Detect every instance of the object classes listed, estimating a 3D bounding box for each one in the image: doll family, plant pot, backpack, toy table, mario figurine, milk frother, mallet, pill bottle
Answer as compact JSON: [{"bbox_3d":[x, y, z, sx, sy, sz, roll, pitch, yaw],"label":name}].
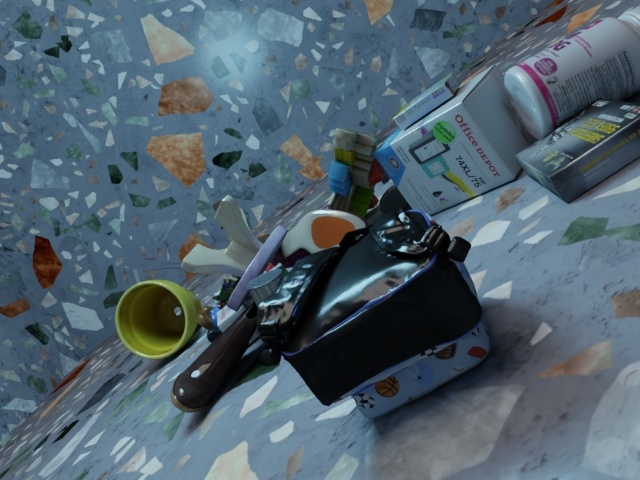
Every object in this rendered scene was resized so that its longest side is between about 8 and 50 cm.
[{"bbox_3d":[-0.207,0.148,1.625,0.076,0.193,0.111,42,120,60],"label":"doll family"},{"bbox_3d":[-0.519,0.253,2.001,0.254,0.254,0.239,-36,-5,8],"label":"plant pot"},{"bbox_3d":[0.087,0.078,0.786,0.277,0.213,0.263,-28,21,16],"label":"backpack"},{"bbox_3d":[-0.201,0.026,1.413,0.252,0.161,0.274,-59,0,28],"label":"toy table"},{"bbox_3d":[-0.253,0.121,1.797,0.320,0.170,0.198,-45,44,2],"label":"mario figurine"},{"bbox_3d":[-0.073,0.122,1.305,0.129,0.134,0.143,-22,15,8],"label":"milk frother"},{"bbox_3d":[-0.250,0.231,1.728,0.190,0.039,0.062,-36,7,-15],"label":"mallet"},{"bbox_3d":[0.522,-0.328,1.153,0.283,0.160,0.160,-28,12,6],"label":"pill bottle"}]

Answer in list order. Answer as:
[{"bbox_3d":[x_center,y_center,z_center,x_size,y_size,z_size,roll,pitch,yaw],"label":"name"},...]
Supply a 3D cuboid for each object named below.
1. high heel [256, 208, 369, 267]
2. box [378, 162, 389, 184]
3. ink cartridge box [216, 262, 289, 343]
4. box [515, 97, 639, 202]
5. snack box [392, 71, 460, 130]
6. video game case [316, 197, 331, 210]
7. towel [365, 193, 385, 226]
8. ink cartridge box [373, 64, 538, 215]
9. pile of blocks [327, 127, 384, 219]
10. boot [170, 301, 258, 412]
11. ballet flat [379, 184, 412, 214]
[{"bbox_3d":[0.000,0.000,1.571,0.377,0.127,0.181,-7,-12,38],"label":"high heel"},{"bbox_3d":[0.200,-0.267,2.117,0.029,0.116,0.162,-34,11,11],"label":"box"},{"bbox_3d":[-0.154,0.166,1.512,0.219,0.092,0.160,-39,10,-6],"label":"ink cartridge box"},{"bbox_3d":[0.449,-0.160,1.012,0.183,0.056,0.231,-35,11,14],"label":"box"},{"bbox_3d":[0.234,-0.306,1.307,0.141,0.037,0.100,-31,14,34],"label":"snack box"},{"bbox_3d":[0.065,-0.141,2.244,0.275,0.035,0.248,-41,11,-16],"label":"video game case"},{"bbox_3d":[0.134,-0.058,1.638,0.282,0.049,0.187,-38,10,1],"label":"towel"},{"bbox_3d":[0.305,-0.213,1.323,0.270,0.198,0.197,-26,15,50],"label":"ink cartridge box"},{"bbox_3d":[0.095,-0.137,1.470,0.362,0.113,0.149,75,-142,-64],"label":"pile of blocks"},{"bbox_3d":[-0.215,0.239,1.279,0.206,0.090,0.248,-56,-4,20],"label":"boot"},{"bbox_3d":[0.249,-0.144,1.517,0.250,0.084,0.058,-35,26,-11],"label":"ballet flat"}]
